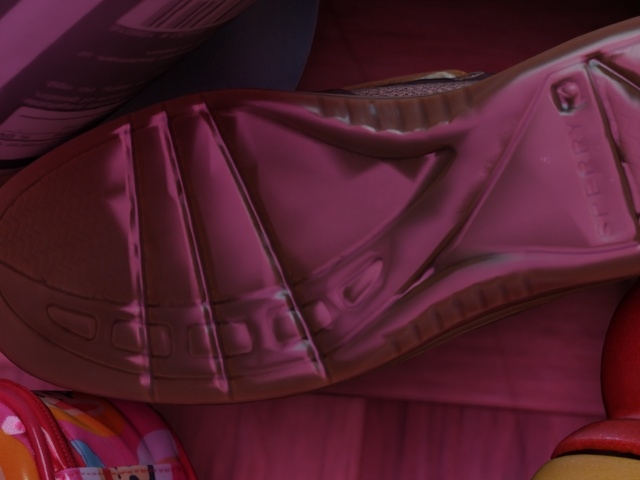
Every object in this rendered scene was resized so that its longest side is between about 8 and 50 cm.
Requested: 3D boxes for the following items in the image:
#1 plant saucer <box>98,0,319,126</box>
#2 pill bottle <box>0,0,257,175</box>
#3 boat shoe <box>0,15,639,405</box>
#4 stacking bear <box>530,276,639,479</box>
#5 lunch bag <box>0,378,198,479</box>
[{"bbox_3d":[-0.092,-0.117,0.893,0.195,0.037,0.195,2,93,31],"label":"plant saucer"},{"bbox_3d":[-0.120,-0.121,0.760,0.161,0.283,0.161,16,62,-32],"label":"pill bottle"},{"bbox_3d":[0.033,-0.010,0.788,0.342,0.123,0.123,-16,84,10],"label":"boat shoe"},{"bbox_3d":[0.138,0.138,0.774,0.175,0.164,0.289,19,71,6],"label":"stacking bear"},{"bbox_3d":[-0.144,0.224,0.794,0.258,0.120,0.293,-31,70,22],"label":"lunch bag"}]
